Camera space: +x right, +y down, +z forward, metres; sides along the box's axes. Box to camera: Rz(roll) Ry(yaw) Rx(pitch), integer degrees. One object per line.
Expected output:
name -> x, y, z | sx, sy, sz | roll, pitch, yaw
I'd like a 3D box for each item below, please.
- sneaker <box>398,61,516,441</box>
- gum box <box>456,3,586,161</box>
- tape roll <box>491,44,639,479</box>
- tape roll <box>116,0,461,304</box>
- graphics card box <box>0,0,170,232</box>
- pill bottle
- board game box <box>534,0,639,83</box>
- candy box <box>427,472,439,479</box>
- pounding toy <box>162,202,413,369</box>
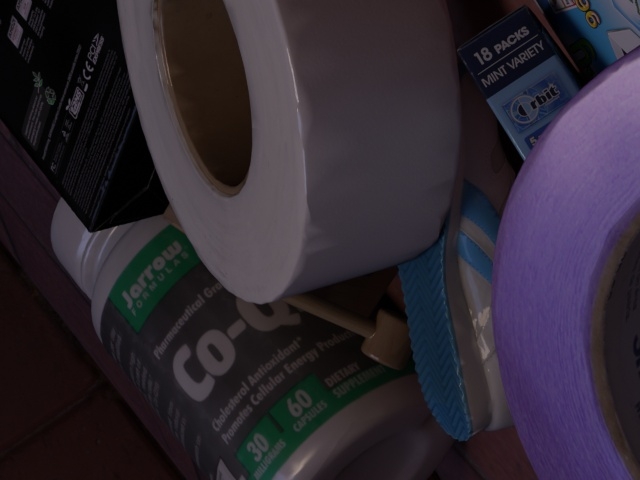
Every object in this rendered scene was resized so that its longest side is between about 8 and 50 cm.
sneaker -> 0.100, 0.002, 1.011 | 0.087, 0.092, 0.229 | -153, 53, -64
gum box -> 0.142, -0.010, 0.784 | 0.184, 0.041, 0.157 | 59, -168, 14
tape roll -> 0.197, 0.039, 0.569 | 0.275, 0.090, 0.275 | 22, 127, 32
tape roll -> -0.028, -0.110, 0.992 | 0.286, 0.100, 0.286 | 50, 148, 48
graphics card box -> -0.219, -0.215, 1.344 | 0.371, 0.094, 0.233 | 49, 133, 27
pill bottle -> -0.065, 0.078, 1.414 | 0.361, 0.204, 0.204 | 47, 161, 29
board game box -> 0.191, -0.056, 0.675 | 0.305, 0.053, 0.193 | 57, 163, -1
candy box -> 0.048, 0.215, 1.625 | 0.109, 0.053, 0.186 | 57, 163, 0
pounding toy -> 0.001, 0.001, 1.165 | 0.206, 0.094, 0.181 | 33, -177, 26
